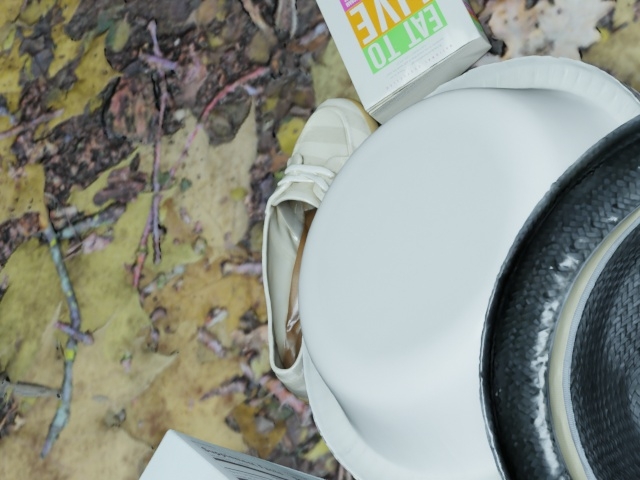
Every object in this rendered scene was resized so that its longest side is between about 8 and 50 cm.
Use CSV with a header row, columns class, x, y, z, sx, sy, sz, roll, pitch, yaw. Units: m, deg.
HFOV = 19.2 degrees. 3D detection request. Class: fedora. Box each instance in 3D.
class,x,y,z,sx,sy,sz,roll,pitch,yaw
fedora,0.248,0.052,0.925,0.334,0.152,0.334,0,81,-2

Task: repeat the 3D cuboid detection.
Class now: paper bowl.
class,x,y,z,sx,sy,sz,roll,pitch,yaw
paper bowl,0.100,0.024,1.119,0.284,0.148,0.284,-26,51,36

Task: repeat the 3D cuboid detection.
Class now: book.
class,x,y,z,sx,sy,sz,roll,pitch,yaw
book,0.054,-0.163,1.333,0.096,0.035,0.144,-36,54,17

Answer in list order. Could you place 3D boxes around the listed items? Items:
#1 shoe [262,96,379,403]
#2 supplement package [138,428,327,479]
class,x,y,z,sx,sy,sz,roll,pitch,yaw
shoe,0.000,0.000,1.291,0.076,0.058,0.219,-7,69,35
supplement package,0.000,0.274,1.095,0.262,0.198,0.199,34,96,40
